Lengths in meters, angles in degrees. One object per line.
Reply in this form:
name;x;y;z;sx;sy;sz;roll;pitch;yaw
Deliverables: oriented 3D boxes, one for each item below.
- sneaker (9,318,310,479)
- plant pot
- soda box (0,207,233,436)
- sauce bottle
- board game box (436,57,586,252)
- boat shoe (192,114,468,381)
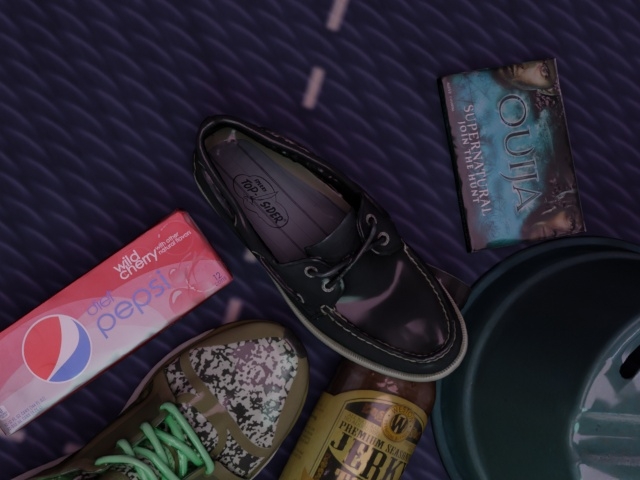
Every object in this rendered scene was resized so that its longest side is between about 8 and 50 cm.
sneaker;-0.172;0.229;1.118;0.410;0.182;0.158;-39;93;-6
plant pot;0.302;0.163;1.097;0.341;0.334;0.341;0;90;-7
soda box;-0.216;0.077;1.165;0.263;0.083;0.092;-35;93;-5
sauce bottle;0.043;0.184;1.178;0.111;0.111;0.344;26;85;-5
board game box;0.199;-0.089;1.241;0.126;0.026;0.186;-10;90;-6
boat shoe;0.003;-0.003;1.125;0.127;0.113;0.340;-39;73;-8
